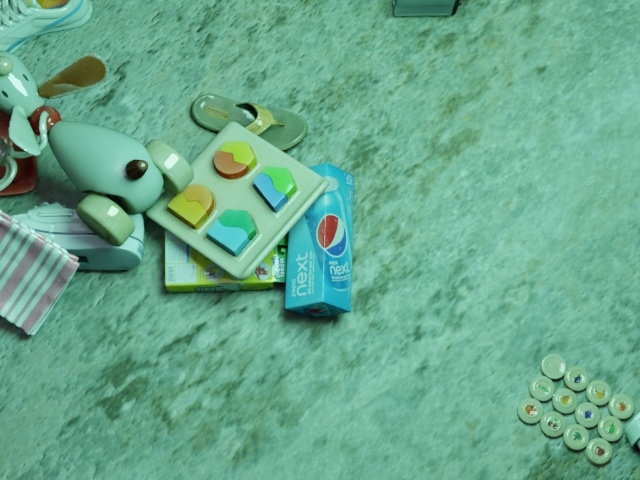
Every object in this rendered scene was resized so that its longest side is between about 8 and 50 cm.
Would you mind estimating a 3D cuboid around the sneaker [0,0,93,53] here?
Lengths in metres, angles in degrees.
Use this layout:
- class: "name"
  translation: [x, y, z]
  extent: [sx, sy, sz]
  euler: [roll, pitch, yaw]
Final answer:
- class: "sneaker"
  translation: [-0.461, -0.342, 1.841]
  extent: [0.228, 0.092, 0.087]
  euler: [-26, 76, -9]

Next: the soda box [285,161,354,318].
- class: "soda box"
  translation: [0.000, 0.000, 1.745]
  extent: [0.071, 0.067, 0.210]
  euler: [-13, 67, 37]

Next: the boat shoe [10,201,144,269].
- class: "boat shoe"
  translation: [-0.380, -0.011, 1.743]
  extent: [0.258, 0.095, 0.084]
  euler: [6, 60, -7]

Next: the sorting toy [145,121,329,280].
- class: "sorting toy"
  translation: [-0.121, -0.064, 1.725]
  extent: [0.208, 0.038, 0.193]
  euler: [32, 72, 28]

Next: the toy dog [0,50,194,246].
- class: "toy dog"
  translation: [-0.331, -0.140, 1.649]
  extent: [0.333, 0.161, 0.220]
  euler: [21, 69, -6]

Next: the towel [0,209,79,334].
- class: "towel"
  translation: [-0.447, 0.031, 1.680]
  extent: [0.197, 0.029, 0.144]
  euler: [32, 114, -10]

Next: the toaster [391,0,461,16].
- class: "toaster"
  translation: [0.164, -0.443, 1.867]
  extent: [0.110, 0.186, 0.168]
  euler: [-3, 79, -1]

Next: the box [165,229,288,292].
- class: "box"
  translation: [-0.134, 0.019, 1.761]
  extent: [0.179, 0.043, 0.105]
  euler: [-2, 71, -1]

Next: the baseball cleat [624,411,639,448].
- class: "baseball cleat"
  translation: [0.466, 0.311, 1.685]
  extent: [0.109, 0.072, 0.206]
  euler: [15, 66, 17]

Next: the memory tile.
- class: "memory tile"
  translation: [0.362, 0.238, 1.724]
  extent: [0.148, 0.012, 0.113]
  euler: [30, 73, 8]

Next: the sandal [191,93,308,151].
- class: "sandal"
  translation: [-0.109, -0.182, 1.825]
  extent: [0.180, 0.049, 0.072]
  euler: [17, 72, 3]

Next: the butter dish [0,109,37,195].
- class: "butter dish"
  translation: [-0.498, -0.152, 1.761]
  extent: [0.159, 0.118, 0.160]
  euler: [-4, 72, -3]
